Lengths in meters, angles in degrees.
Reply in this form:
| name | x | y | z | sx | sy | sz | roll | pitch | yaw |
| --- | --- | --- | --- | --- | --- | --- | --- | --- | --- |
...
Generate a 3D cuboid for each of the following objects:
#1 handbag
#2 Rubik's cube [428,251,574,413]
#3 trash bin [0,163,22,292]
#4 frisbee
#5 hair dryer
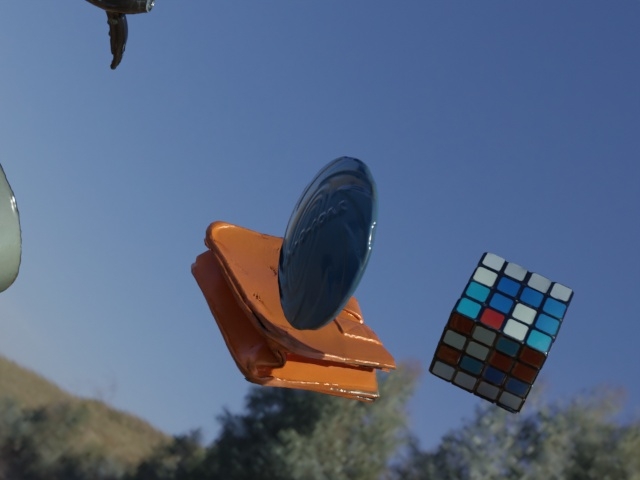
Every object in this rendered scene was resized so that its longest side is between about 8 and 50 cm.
| name | x | y | z | sx | sy | sz | roll | pitch | yaw |
| --- | --- | --- | --- | --- | --- | --- | --- | --- | --- |
| handbag | -0.058 | 0.129 | 2.370 | 0.303 | 0.116 | 0.410 | 11 | 28 | -31 |
| Rubik's cube | 0.275 | 0.140 | 1.903 | 0.154 | 0.151 | 0.155 | 26 | -43 | 10 |
| trash bin | -0.633 | 0.014 | 1.618 | 0.280 | 0.432 | 0.280 | 18 | -63 | 40 |
| frisbee | -0.005 | -0.001 | 1.985 | 0.049 | 0.289 | 0.289 | 18 | -2 | -27 |
| hair dryer | -0.375 | -0.375 | 2.145 | 0.195 | 0.075 | 0.219 | 15 | -39 | 8 |
